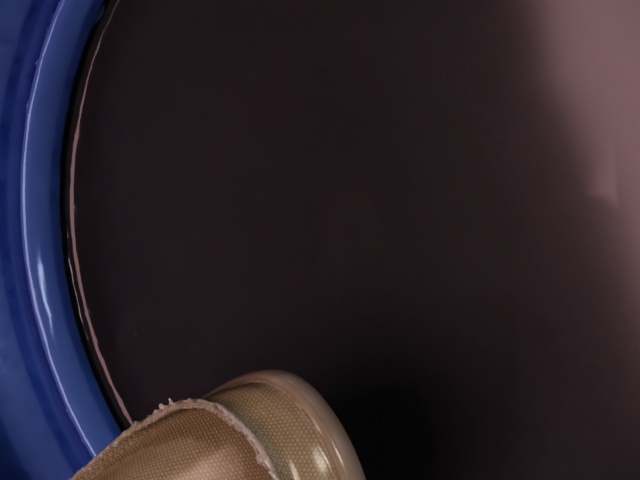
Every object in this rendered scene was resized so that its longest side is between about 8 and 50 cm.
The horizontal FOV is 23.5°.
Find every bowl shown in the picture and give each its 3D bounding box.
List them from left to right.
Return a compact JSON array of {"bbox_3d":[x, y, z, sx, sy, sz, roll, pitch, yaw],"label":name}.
[{"bbox_3d":[0.000,0.000,0.600,0.391,0.077,0.391,6,100,34],"label":"bowl"}]

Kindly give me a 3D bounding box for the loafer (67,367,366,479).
[{"bbox_3d":[-0.086,0.147,0.576,0.268,0.092,0.102,-46,71,30],"label":"loafer"}]
